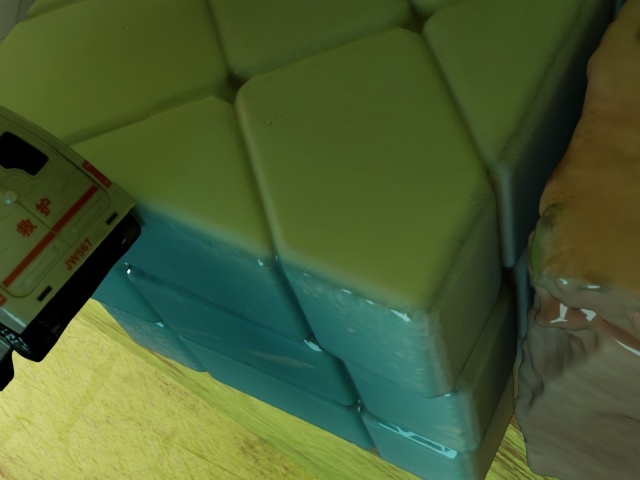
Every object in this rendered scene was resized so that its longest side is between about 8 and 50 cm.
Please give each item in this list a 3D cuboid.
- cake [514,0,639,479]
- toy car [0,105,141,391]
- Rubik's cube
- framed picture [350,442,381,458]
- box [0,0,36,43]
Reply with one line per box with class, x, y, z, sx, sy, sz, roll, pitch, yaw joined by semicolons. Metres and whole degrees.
cake;0.274;0.011;0.478;0.293;0.307;0.314;20;156;27
toy car;-0.176;0.008;0.480;0.108;0.089;0.209;39;153;-10
Rubik's cube;0.017;-0.063;0.621;0.321;0.319;0.316;21;157;22
framed picture;0.118;0.230;1.278;0.216;0.273;0.016;21;114;23
box;-0.339;-0.195;0.961;0.148;0.178;0.195;13;153;37
